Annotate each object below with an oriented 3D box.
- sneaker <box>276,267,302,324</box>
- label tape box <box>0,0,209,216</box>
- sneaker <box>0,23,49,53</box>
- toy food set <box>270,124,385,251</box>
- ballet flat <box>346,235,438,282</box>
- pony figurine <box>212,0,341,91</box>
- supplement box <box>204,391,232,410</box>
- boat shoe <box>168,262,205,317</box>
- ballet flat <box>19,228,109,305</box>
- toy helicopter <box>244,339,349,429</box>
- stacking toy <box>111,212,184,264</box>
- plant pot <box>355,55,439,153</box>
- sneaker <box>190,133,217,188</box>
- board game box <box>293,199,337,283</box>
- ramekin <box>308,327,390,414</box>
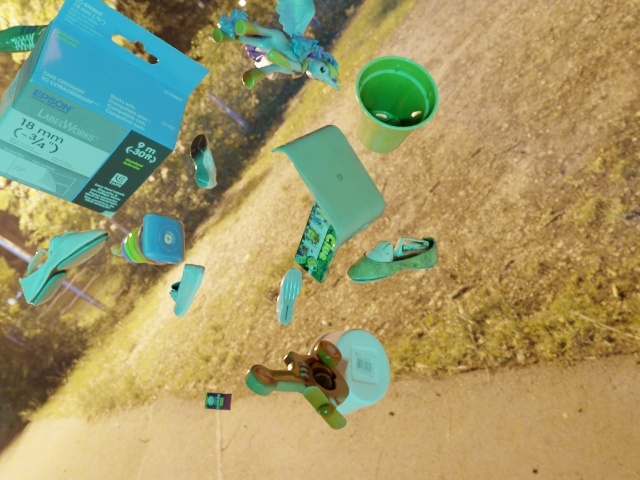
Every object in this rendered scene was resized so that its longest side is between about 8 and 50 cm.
[{"bbox_3d":[-0.152,0.240,2.367,0.091,0.094,0.258,26,102,64],"label":"sneaker"},{"bbox_3d":[-0.377,-0.203,0.884,0.333,0.240,0.106,-36,47,31],"label":"label tape box"},{"bbox_3d":[-0.749,-0.528,1.391,0.192,0.064,0.086,-23,38,-27],"label":"sneaker"},{"bbox_3d":[0.023,-0.148,1.410,0.219,0.306,0.092,-33,1,-42],"label":"toy food set"},{"bbox_3d":[0.234,0.047,1.685,0.123,0.348,0.123,22,116,57],"label":"ballet flat"},{"bbox_3d":[-0.129,-0.578,1.582,0.363,0.351,0.303,-12,-29,-47],"label":"pony figurine"},{"bbox_3d":[-0.337,0.529,1.749,0.083,0.043,0.055,-8,71,32],"label":"supplement box"},{"bbox_3d":[-0.346,0.125,1.335,0.184,0.063,0.066,-53,24,41],"label":"boat shoe"},{"bbox_3d":[-0.859,0.058,1.740,0.400,0.139,0.139,-39,23,19],"label":"ballet flat"},{"bbox_3d":[-0.052,0.393,1.430,0.140,0.355,0.235,-53,49,20],"label":"toy helicopter"},{"bbox_3d":[-0.637,0.018,1.873,0.301,0.175,0.166,-11,75,31],"label":"stacking toy"},{"bbox_3d":[0.231,-0.433,1.811,0.276,0.276,0.254,-59,-4,-20],"label":"plant pot"},{"bbox_3d":[-0.316,-0.214,1.451,0.053,0.152,0.061,-9,-6,18],"label":"sneaker"},{"bbox_3d":[0.000,0.000,1.702,0.030,0.136,0.260,-22,-38,-46],"label":"board game box"},{"bbox_3d":[0.103,0.425,1.760,0.135,0.277,0.277,-28,30,45],"label":"ramekin"}]
